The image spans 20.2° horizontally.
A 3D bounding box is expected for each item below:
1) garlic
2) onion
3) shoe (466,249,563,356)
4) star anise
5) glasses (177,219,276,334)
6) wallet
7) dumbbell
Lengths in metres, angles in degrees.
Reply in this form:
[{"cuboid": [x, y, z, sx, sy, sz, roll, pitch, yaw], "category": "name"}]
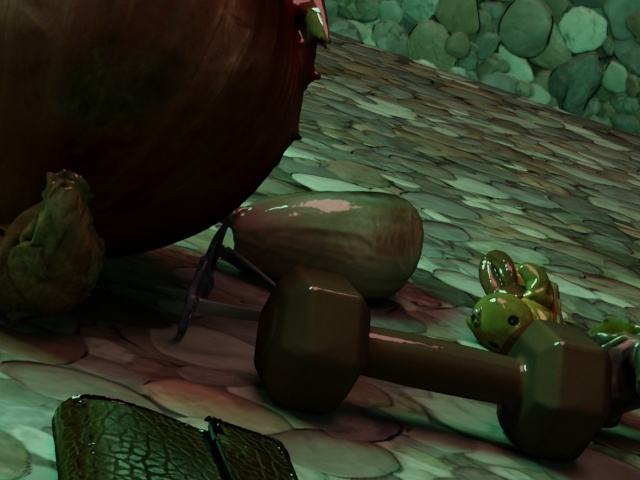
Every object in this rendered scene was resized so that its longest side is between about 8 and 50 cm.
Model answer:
[{"cuboid": [0.015, 0.002, 1.414, 0.195, 0.087, 0.101, 0, 8, -43], "category": "garlic"}, {"cuboid": [-0.167, -0.127, 1.208, 0.353, 0.354, 0.353, 16, 13, -4], "category": "onion"}, {"cuboid": [0.146, 0.054, 1.380, 0.069, 0.072, 0.109, 37, 46, -9], "category": "shoe"}, {"cuboid": [0.279, 0.137, 1.292, 0.227, 0.218, 0.148, 57, -13, -8], "category": "star anise"}, {"cuboid": [-0.036, 0.041, 1.219, 0.103, 0.063, 0.140, 19, 14, 2], "category": "glasses"}, {"cuboid": [-0.059, 0.134, 0.853, 0.132, 0.039, 0.243, 13, 14, -13], "category": "wallet"}, {"cuboid": [0.072, 0.079, 1.149, 0.230, 0.092, 0.082, 12, 41, -17], "category": "dumbbell"}]
